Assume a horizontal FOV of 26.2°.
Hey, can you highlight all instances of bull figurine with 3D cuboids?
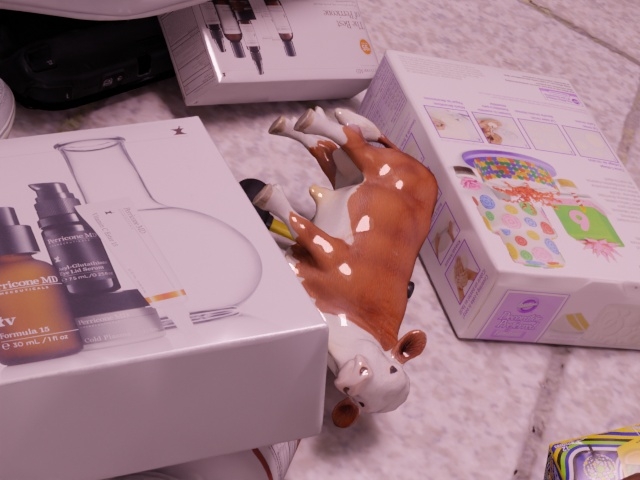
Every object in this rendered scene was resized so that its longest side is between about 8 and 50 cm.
[{"bbox_3d":[0.016,0.009,1.151,0.188,0.101,0.310,41,36,-16],"label":"bull figurine"}]

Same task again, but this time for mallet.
[{"bbox_3d":[0.000,0.000,1.254,0.190,0.039,0.062,21,40,-14],"label":"mallet"}]

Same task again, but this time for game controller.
[{"bbox_3d":[-0.215,-0.209,1.364,0.166,0.067,0.319,29,33,27],"label":"game controller"}]

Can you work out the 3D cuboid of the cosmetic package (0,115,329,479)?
[{"bbox_3d":[-0.219,0.041,0.897,0.377,0.097,0.284,-9,33,-19],"label":"cosmetic package"}]

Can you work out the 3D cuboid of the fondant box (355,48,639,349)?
[{"bbox_3d":[0.199,-0.045,1.378,0.238,0.096,0.330,6,40,-27],"label":"fondant box"}]

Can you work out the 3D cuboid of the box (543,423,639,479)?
[{"bbox_3d":[0.256,0.171,1.028,0.169,0.059,0.054,-11,48,-9],"label":"box"}]

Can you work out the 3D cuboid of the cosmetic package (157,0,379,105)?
[{"bbox_3d":[-0.045,-0.195,1.391,0.239,0.060,0.099,-9,79,-46],"label":"cosmetic package"}]

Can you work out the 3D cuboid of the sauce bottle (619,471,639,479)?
[{"bbox_3d":[0.190,0.220,0.838,0.111,0.344,0.111,19,36,-15],"label":"sauce bottle"}]

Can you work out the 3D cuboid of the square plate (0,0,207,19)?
[{"bbox_3d":[-0.196,-0.268,1.319,0.344,0.049,0.347,12,25,33],"label":"square plate"}]

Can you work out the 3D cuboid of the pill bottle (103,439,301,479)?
[{"bbox_3d":[-0.080,0.141,0.953,0.121,0.121,0.216,27,36,1],"label":"pill bottle"}]

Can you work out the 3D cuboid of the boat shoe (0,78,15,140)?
[{"bbox_3d":[-0.319,-0.096,1.129,0.079,0.081,0.227,31,37,5],"label":"boat shoe"}]
